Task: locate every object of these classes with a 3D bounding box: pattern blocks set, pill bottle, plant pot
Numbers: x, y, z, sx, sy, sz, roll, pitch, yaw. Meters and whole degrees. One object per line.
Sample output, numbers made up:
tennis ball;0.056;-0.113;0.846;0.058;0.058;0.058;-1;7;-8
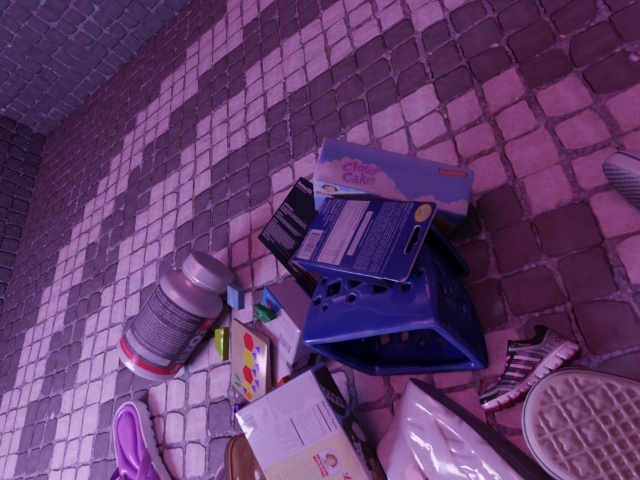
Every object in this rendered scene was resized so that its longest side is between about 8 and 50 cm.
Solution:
pattern blocks set;-0.146;0.267;0.901;0.285;0.026;0.324;31;121;41
pill bottle;-0.368;0.189;1.105;0.318;0.176;0.176;-54;48;6
plant pot;0.131;0.097;0.728;0.236;0.236;0.211;-16;55;32

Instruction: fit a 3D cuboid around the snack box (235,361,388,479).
snack box;0.004;0.397;0.724;0.187;0.060;0.321;-35;75;21

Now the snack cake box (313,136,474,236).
snack cake box;0.124;-0.090;0.781;0.265;0.152;0.089;14;76;5

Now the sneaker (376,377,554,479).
sneaker;0.211;0.360;0.635;0.293;0.108;0.169;29;91;52

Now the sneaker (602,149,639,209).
sneaker;0.556;-0.081;0.568;0.282;0.102;0.161;39;93;31

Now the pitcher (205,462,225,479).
pitcher;-0.198;0.570;0.848;0.177;0.125;0.207;-53;36;-4

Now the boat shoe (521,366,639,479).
boat shoe;0.477;0.272;0.433;0.501;0.156;0.186;15;75;29

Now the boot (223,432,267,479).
boot;-0.104;0.508;0.783;0.115;0.112;0.305;-39;55;34

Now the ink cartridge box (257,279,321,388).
ink cartridge box;-0.065;0.200;0.872;0.140;0.082;0.190;43;132;41

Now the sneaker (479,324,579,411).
sneaker;0.306;0.195;0.655;0.170;0.063;0.074;-43;50;8

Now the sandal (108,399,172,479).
sandal;-0.472;0.594;1.054;0.169;0.102;0.416;-50;49;9

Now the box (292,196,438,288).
box;0.068;-0.003;0.664;0.225;0.036;0.136;8;63;46

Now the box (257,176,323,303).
box;0.000;0.000;0.953;0.184;0.103;0.261;-55;48;9
